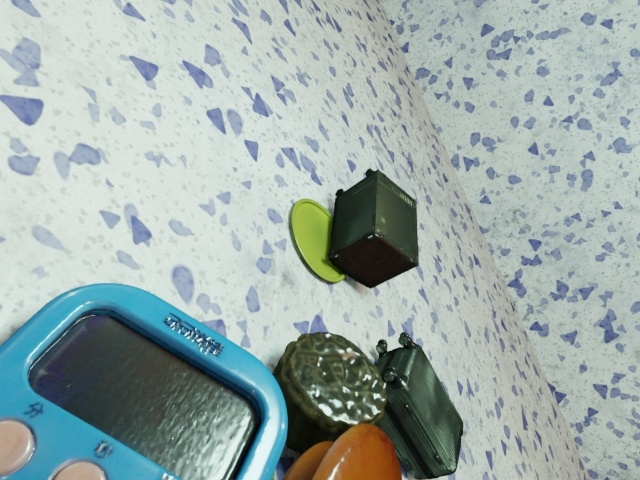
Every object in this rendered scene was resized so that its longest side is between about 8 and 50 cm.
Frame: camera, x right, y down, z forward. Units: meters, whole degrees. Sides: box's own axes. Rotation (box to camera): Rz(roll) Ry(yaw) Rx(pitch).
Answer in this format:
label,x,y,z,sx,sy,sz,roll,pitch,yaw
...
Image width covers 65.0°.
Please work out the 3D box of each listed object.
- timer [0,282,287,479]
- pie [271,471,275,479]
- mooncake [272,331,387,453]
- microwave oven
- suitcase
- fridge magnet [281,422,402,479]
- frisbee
label,x,y,z,sx,sy,sz,roll,pitch,yaw
timer,-0.218,0.221,0.581,0.339,0.115,0.309,32,41,-4
pie,-0.171,0.328,0.716,0.277,0.078,0.277,40,34,-34
mooncake,0.016,0.276,0.925,0.228,0.124,0.228,16,37,-13
microwave oven,0.133,-0.027,1.321,0.178,0.188,0.248,37,43,-30
suitcase,0.224,0.402,1.219,0.312,0.128,0.202,58,30,-9
fridge magnet,0.023,0.453,0.738,0.363,0.155,0.364,-18,112,-57
frisbee,0.000,0.000,1.286,0.236,0.017,0.236,37,40,-38
